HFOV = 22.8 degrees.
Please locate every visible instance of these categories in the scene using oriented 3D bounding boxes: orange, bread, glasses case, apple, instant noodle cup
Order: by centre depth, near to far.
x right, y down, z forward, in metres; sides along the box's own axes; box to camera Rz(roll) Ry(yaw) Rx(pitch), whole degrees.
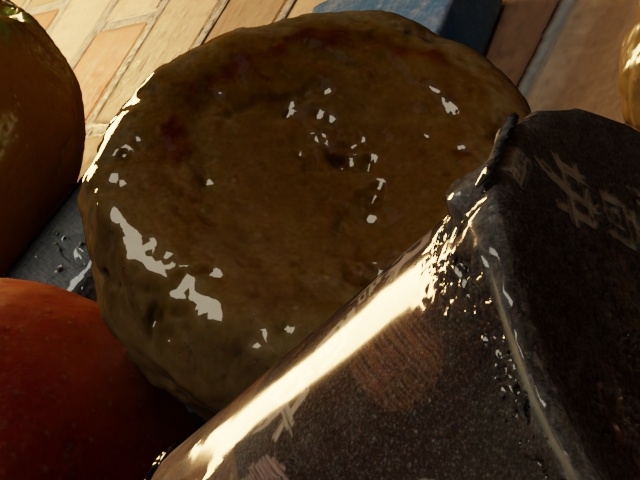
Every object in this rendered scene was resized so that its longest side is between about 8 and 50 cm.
[{"bbox_3d":[0.060,0.096,0.546,0.207,0.217,0.217,-37,31,33],"label":"instant noodle cup"},{"bbox_3d":[0.000,0.000,0.748,0.230,0.123,0.230,0,56,0],"label":"bread"},{"bbox_3d":[-0.165,0.132,0.783,0.218,0.218,0.201,-21,15,39],"label":"apple"},{"bbox_3d":[-0.154,0.020,1.039,0.282,0.067,0.109,-53,32,-4],"label":"glasses case"},{"bbox_3d":[-0.280,-0.053,1.146,0.262,0.196,0.334,-59,14,3],"label":"orange"}]

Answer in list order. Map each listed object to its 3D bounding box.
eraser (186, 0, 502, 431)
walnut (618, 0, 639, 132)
[{"bbox_3d":[0.004,-0.027,0.911,0.144,0.042,0.312,-13,46,45],"label":"eraser"},{"bbox_3d":[0.206,-0.072,0.595,0.184,0.155,0.155,-11,47,44],"label":"walnut"}]
